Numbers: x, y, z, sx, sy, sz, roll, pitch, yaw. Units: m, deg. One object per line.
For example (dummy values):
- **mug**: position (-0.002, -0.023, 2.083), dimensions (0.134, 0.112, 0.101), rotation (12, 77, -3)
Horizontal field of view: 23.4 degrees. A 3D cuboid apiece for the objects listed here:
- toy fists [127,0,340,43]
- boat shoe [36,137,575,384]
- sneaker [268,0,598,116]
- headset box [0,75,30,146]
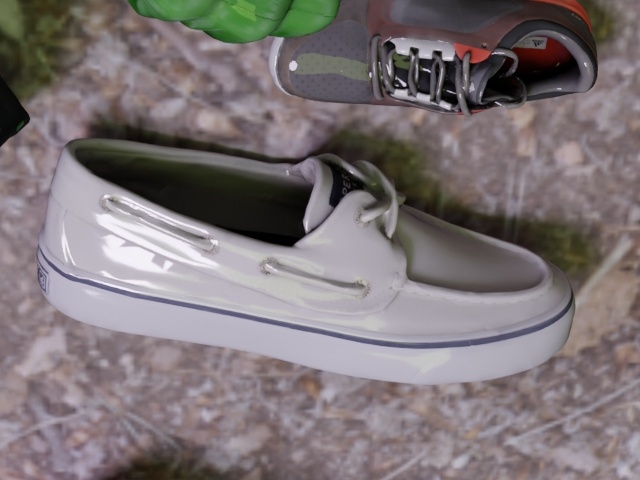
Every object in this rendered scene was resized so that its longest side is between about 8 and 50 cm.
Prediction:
- **toy fists**: position (-0.105, -0.166, 0.589), dimensions (0.279, 0.142, 0.096), rotation (32, 101, -29)
- **boat shoe**: position (0.000, 0.000, 0.749), dimensions (0.267, 0.096, 0.088), rotation (10, 123, -4)
- **sneaker**: position (0.055, -0.086, 0.717), dimensions (0.157, 0.065, 0.061), rotation (-7, 121, -4)
- **headset box**: position (-0.270, -0.009, 0.602), dimensions (0.246, 0.283, 0.131), rotation (-32, 104, 10)
